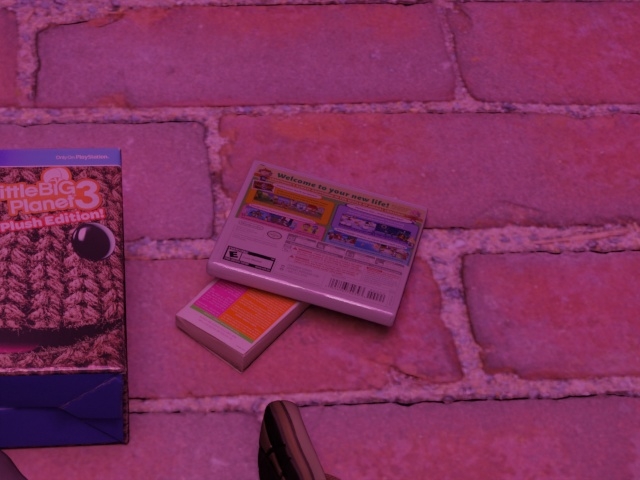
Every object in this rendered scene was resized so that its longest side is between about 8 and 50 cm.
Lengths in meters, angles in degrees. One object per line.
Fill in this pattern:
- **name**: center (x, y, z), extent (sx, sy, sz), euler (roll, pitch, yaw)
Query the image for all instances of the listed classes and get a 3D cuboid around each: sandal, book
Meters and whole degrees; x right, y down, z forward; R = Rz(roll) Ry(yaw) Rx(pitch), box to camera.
- **sandal**: center (0.011, 0.279, 1.617), extent (0.086, 0.120, 0.303), euler (2, 49, -23)
- **book**: center (-0.076, 0.067, 1.827), extent (0.096, 0.035, 0.144), euler (33, 54, 20)

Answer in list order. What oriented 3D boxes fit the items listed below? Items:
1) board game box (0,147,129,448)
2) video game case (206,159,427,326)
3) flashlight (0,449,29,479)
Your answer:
- **board game box**: center (-0.317, 0.057, 1.737), extent (0.232, 0.141, 0.291), euler (-2, 52, -8)
- **video game case**: center (0.000, 0.000, 1.872), extent (0.212, 0.023, 0.193), euler (15, 41, 5)
- **flashlight**: center (-0.237, 0.257, 1.612), extent (0.304, 0.103, 0.103), euler (9, 48, 2)
